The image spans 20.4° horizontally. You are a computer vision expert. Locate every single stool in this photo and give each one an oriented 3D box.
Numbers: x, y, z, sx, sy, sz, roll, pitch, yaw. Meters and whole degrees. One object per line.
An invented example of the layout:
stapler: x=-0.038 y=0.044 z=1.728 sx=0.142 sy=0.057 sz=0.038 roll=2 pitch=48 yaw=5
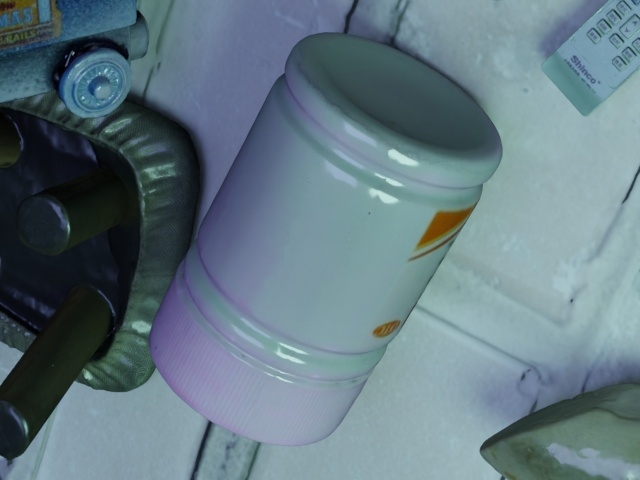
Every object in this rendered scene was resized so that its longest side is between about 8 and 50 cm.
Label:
stool: x=-0.307 y=0.002 z=1.695 sx=0.310 sy=0.226 sz=0.310 roll=22 pitch=114 yaw=19

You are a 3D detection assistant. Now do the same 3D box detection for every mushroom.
mushroom: x=0.306 y=0.196 z=1.489 sx=0.350 sy=0.128 sz=0.128 roll=15 pitch=111 yaw=22

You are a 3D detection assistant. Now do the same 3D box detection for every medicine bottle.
medicine bottle: x=0.000 y=0.000 z=1.545 sx=0.202 sy=0.202 sz=0.316 roll=37 pitch=118 yaw=13

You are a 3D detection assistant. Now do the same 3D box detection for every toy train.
toy train: x=-0.288 y=-0.197 z=1.547 sx=0.131 sy=0.300 sz=0.202 roll=45 pitch=142 yaw=44

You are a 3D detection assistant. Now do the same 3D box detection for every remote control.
remote control: x=0.256 y=-0.175 z=1.460 sx=0.162 sy=0.029 sz=0.061 roll=-43 pitch=85 yaw=26
